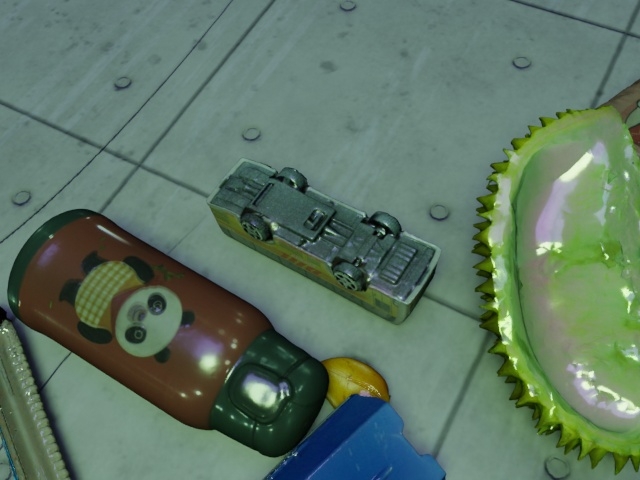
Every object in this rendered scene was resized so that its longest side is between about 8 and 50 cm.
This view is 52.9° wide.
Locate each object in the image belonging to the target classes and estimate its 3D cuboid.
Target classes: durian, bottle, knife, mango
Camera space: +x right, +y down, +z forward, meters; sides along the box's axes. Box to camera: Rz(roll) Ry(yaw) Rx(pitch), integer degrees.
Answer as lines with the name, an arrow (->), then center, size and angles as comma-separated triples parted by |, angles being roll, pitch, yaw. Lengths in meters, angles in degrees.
durian -> 0.242, 0.043, 0.617 | 0.169, 0.158, 0.351 | -12, 81, 30
bottle -> -0.149, 0.096, 0.665 | 0.336, 0.144, 0.144 | 26, 66, 16
knife -> -0.310, 0.206, 0.674 | 0.089, 0.043, 0.365 | -45, 64, 18
mango -> 0.031, 0.153, 0.669 | 0.089, 0.046, 0.060 | 26, 66, 20

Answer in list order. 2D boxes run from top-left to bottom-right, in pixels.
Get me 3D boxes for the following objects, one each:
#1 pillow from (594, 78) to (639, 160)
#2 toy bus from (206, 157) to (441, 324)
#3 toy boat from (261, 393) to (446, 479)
pillow -> 0.394, -0.099, 0.683 | 0.236, 0.084, 0.223 | -33, 62, -14
toy bus -> 0.000, 0.000, 0.724 | 0.268, 0.106, 0.092 | 26, 66, 21
toy boat -> -0.029, 0.274, 0.563 | 0.295, 0.088, 0.129 | -39, 89, -23
